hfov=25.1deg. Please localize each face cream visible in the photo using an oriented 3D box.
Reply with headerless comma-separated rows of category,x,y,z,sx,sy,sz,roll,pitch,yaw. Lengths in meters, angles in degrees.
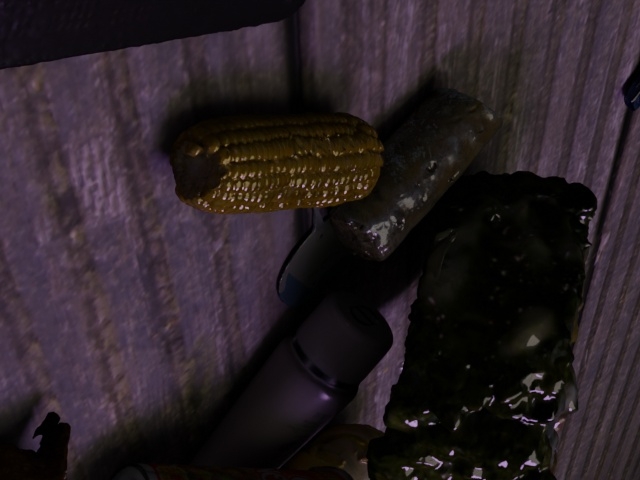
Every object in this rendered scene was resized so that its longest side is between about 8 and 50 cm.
face cream,-0.049,0.184,1.422,0.314,0.089,0.143,-52,154,21

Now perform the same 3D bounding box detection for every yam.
yam,0.082,-0.063,1.283,0.179,0.078,0.078,-47,156,-12

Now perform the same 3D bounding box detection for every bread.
bread,-0.002,0.292,1.620,0.213,0.105,0.213,-42,156,-23

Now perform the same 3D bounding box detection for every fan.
fan,0.000,0.000,1.322,0.113,0.005,0.175,-42,155,-19

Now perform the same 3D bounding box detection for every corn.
corn,-0.026,-0.060,1.110,0.238,0.080,0.080,-12,136,-55

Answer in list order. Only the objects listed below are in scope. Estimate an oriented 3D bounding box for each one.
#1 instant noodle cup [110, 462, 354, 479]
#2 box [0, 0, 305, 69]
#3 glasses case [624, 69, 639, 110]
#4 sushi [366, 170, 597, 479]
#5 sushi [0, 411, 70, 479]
instant noodle cup,-0.092,0.285,1.329,0.212,0.193,0.193,14,118,-29
box,-0.101,-0.205,0.804,0.350,0.058,0.211,-20,142,-47
glasses case,0.377,-0.189,1.656,0.083,0.023,0.033,-53,150,5
sushi,0.160,0.103,1.379,0.294,0.178,0.352,89,14,-60
sushi,-0.260,0.279,1.150,0.149,0.140,0.287,19,115,-24
